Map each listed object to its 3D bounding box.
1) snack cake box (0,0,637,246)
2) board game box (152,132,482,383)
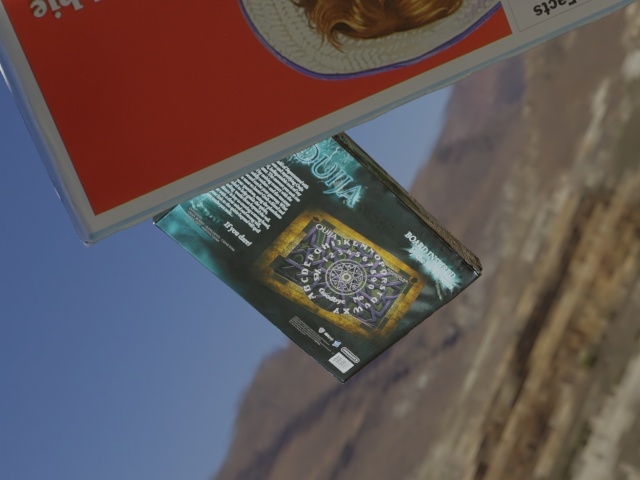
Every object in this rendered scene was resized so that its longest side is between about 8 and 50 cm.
[{"bbox_3d":[0.007,-0.125,0.674,0.089,0.264,0.152,-134,22,-71],"label":"snack cake box"},{"bbox_3d":[0.000,0.000,1.287,0.126,0.186,0.026,-38,31,17],"label":"board game box"}]
